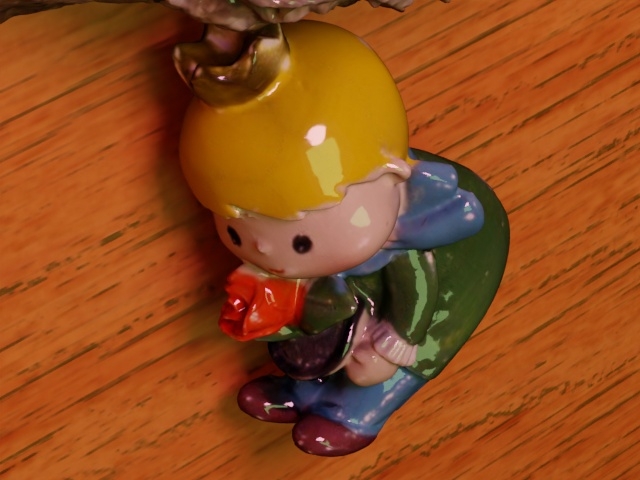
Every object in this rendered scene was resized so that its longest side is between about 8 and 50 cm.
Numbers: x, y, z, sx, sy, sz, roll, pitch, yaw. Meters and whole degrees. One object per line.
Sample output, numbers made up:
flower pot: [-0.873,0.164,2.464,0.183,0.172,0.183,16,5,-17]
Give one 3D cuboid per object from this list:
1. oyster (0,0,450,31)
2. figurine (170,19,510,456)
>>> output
oyster: [-0.055,-0.175,0.863,0.396,0.111,0.204,-13,80,-24]
figurine: [-0.012,-0.004,0.989,0.185,0.127,0.234,-50,144,2]
